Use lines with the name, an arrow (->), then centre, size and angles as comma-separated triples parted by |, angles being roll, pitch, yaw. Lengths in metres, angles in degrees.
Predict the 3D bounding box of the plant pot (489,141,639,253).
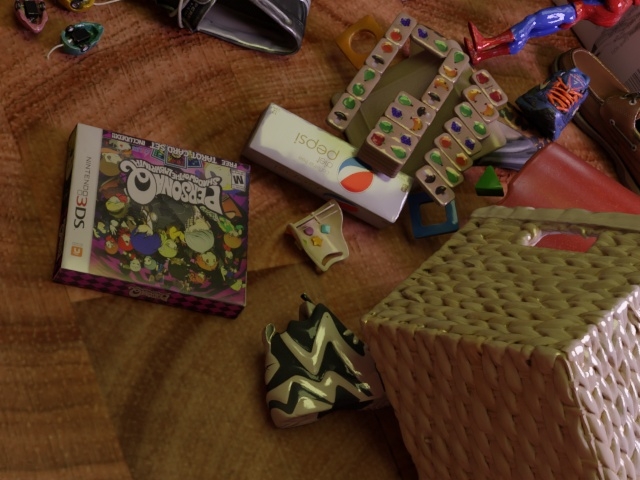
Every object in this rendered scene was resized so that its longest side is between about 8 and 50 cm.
plant pot -> 0.343, 0.027, 1.826 | 0.265, 0.272, 0.272 | 40, 50, 10

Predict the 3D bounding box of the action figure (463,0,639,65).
action figure -> 0.347, -0.367, 2.095 | 0.280, 0.091, 0.139 | -14, 77, -5

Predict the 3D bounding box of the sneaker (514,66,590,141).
sneaker -> 0.342, -0.209, 2.016 | 0.083, 0.087, 0.221 | 43, 22, -2

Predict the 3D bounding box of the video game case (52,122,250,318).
video game case -> -0.200, -0.024, 1.699 | 0.232, 0.042, 0.210 | 14, 56, -20

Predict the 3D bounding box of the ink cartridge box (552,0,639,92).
ink cartridge box -> 0.538, -0.337, 2.168 | 0.129, 0.223, 0.307 | -19, 70, -36

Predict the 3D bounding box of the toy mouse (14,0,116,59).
toy mouse -> -0.340, -0.277, 1.794 | 0.161, 0.031, 0.143 | 16, 54, -18

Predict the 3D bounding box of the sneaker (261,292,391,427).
sneaker -> 0.031, 0.130, 1.687 | 0.235, 0.094, 0.153 | -11, 74, -21

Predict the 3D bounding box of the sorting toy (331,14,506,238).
sorting toy -> 0.135, -0.163, 1.924 | 0.196, 0.047, 0.348 | -24, 69, 4

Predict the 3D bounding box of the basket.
basket -> 0.270, 0.167, 1.582 | 0.266, 0.328, 0.331 | -37, 118, -33

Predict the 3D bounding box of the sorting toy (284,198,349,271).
sorting toy -> 0.000, 0.000, 1.791 | 0.083, 0.045, 0.075 | -30, 84, -38

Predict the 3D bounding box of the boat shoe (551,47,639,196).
boat shoe -> 0.473, -0.183, 2.112 | 0.110, 0.104, 0.307 | -24, 73, -36

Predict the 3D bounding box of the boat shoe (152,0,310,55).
boat shoe -> -0.160, -0.341, 1.870 | 0.335, 0.121, 0.119 | 13, 51, -23

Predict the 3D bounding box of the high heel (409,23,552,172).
high heel -> 0.233, -0.206, 2.028 | 0.186, 0.093, 0.261 | 0, 56, -42

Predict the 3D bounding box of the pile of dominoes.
pile of dominoes -> 0.139, -0.183, 1.837 | 0.196, 0.040, 0.251 | 32, 56, 0

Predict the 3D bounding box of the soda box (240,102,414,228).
soda box -> 0.009, -0.095, 1.819 | 0.216, 0.074, 0.069 | 27, 79, -8
